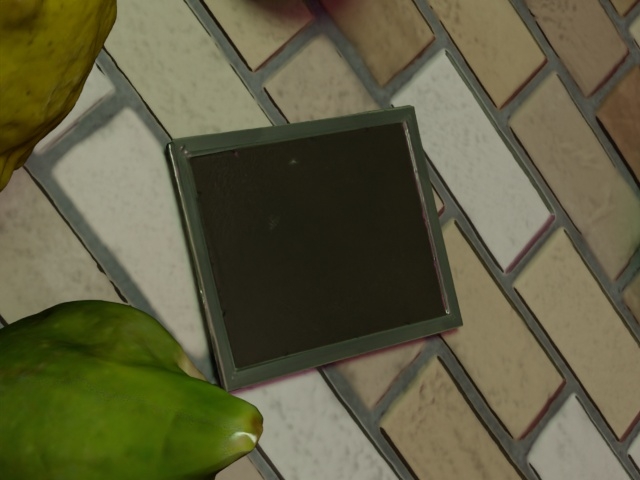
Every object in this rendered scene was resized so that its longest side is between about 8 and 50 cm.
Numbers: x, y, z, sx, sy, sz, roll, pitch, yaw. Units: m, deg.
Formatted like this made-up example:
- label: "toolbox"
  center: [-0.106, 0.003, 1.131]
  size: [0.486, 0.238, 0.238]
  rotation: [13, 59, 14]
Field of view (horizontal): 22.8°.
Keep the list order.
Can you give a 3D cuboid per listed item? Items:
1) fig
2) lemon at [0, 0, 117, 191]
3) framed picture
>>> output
- label: "fig"
  center: [-0.132, 0.133, 0.988]
  size: [0.206, 0.275, 0.206]
  rotation: [6, 79, -35]
- label: "lemon"
  center: [-0.255, -0.190, 0.969]
  size: [0.285, 0.285, 0.316]
  rotation: [28, 73, -30]
- label: "framed picture"
  center: [0.000, 0.000, 1.276]
  size: [0.252, 0.014, 0.197]
  rotation: [-12, 89, -37]
